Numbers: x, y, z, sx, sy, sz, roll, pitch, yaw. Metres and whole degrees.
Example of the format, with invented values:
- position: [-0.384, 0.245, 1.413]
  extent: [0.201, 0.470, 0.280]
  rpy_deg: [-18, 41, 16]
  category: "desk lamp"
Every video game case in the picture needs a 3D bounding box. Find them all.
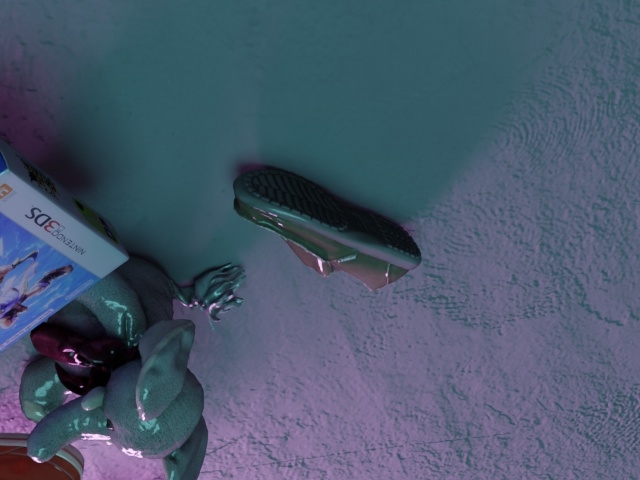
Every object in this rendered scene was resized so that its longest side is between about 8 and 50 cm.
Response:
- position: [-0.354, 0.037, 1.176]
  extent: [0.269, 0.061, 0.244]
  rpy_deg: [-36, 153, 3]
  category: "video game case"

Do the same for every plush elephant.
- position: [-0.232, 0.155, 1.364]
  extent: [0.330, 0.255, 0.271]
  rpy_deg: [-11, 130, -2]
  category: "plush elephant"

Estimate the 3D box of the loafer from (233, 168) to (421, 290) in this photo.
- position: [0.000, 0.000, 1.386]
  extent: [0.251, 0.094, 0.087]
  rpy_deg: [24, 117, -27]
  category: "loafer"

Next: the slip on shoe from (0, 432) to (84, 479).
- position: [-0.452, 0.305, 1.511]
  extent: [0.331, 0.101, 0.123]
  rpy_deg: [-5, 136, 21]
  category: "slip on shoe"
